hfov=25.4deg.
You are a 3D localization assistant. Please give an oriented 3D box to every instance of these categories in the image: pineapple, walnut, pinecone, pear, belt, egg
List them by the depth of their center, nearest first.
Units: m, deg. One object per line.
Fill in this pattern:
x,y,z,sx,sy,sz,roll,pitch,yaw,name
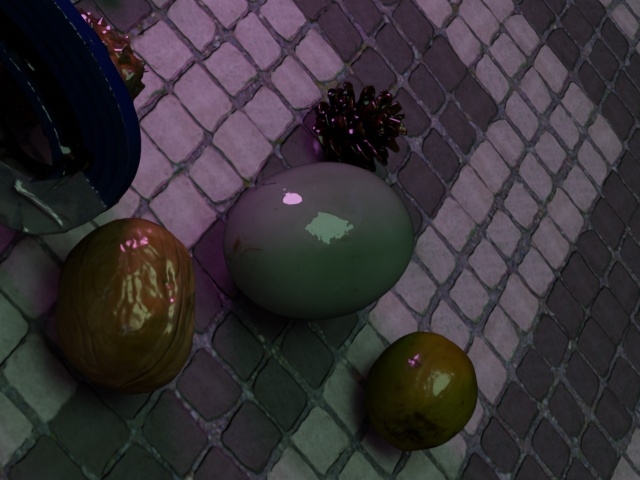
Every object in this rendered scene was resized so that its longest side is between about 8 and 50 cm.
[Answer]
-0.338,-0.169,1.528,0.347,0.212,0.117,56,3,-6,belt
-0.220,0.073,1.603,0.165,0.165,0.197,13,60,-40,walnut
-0.307,-0.207,1.667,0.193,0.166,0.166,39,44,1,pineapple
0.000,0.000,1.822,0.283,0.203,0.202,-4,72,-43,egg
0.135,0.202,1.891,0.149,0.149,0.162,47,49,-16,pear
0.059,-0.165,2.030,0.140,0.121,0.140,42,39,-47,pinecone
